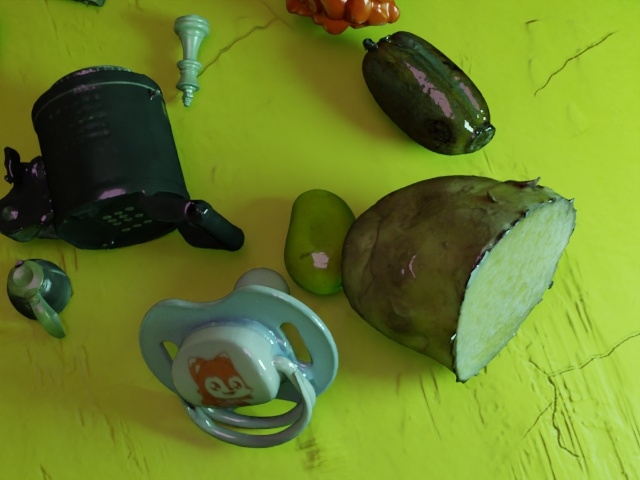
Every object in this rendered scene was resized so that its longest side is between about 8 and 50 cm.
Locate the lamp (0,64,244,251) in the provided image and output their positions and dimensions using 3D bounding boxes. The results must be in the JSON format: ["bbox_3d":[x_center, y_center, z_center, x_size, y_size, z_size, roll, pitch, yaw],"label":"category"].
[{"bbox_3d":[-0.307,-0.128,1.590,0.374,0.205,0.272,-2,76,16],"label":"lamp"}]

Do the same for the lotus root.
[{"bbox_3d":[0.162,-0.224,1.629,0.124,0.123,0.241,-35,75,-24],"label":"lotus root"}]

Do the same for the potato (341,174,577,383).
[{"bbox_3d":[0.172,0.013,1.494,0.288,0.301,0.237,-28,50,-37],"label":"potato"}]

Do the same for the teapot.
[{"bbox_3d":[-0.422,0.076,1.596,0.124,0.091,0.092,32,79,14],"label":"teapot"}]

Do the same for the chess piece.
[{"bbox_3d":[-0.212,-0.289,1.719,0.059,0.059,0.149,-1,77,5],"label":"chess piece"}]

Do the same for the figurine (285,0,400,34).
[{"bbox_3d":[0.107,-0.511,1.695,0.411,0.241,0.306,-27,95,-23],"label":"figurine"}]

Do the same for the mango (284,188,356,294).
[{"bbox_3d":[0.006,0.001,1.584,0.117,0.089,0.163,5,71,10],"label":"mango"}]

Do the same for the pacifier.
[{"bbox_3d":[-0.101,0.137,1.519,0.299,0.244,0.233,-9,37,25],"label":"pacifier"}]

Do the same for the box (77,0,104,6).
[{"bbox_3d":[-0.469,-0.522,1.820,0.270,0.045,0.211,17,75,10],"label":"box"}]
